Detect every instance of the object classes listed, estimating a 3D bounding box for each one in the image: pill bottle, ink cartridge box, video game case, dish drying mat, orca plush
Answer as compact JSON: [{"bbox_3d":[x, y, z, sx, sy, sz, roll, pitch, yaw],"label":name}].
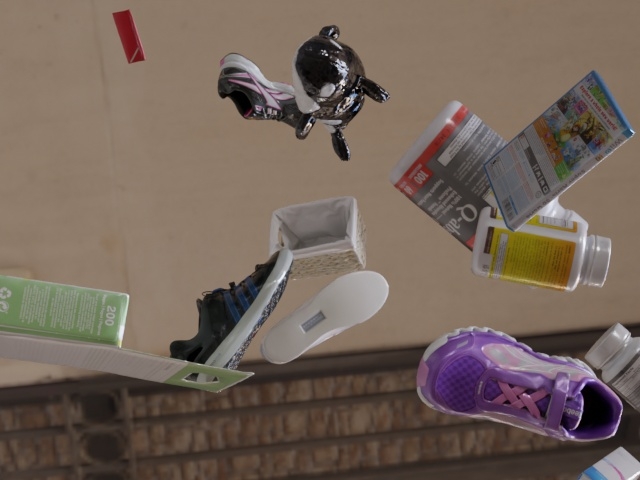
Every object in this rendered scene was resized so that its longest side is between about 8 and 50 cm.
[{"bbox_3d":[0.419,0.176,1.368,0.137,0.078,0.078,42,-20,11],"label":"pill bottle"},{"bbox_3d":[-0.189,0.089,0.949,0.171,0.235,0.056,141,-44,-69],"label":"ink cartridge box"},{"bbox_3d":[0.330,-0.085,2.046,0.210,0.363,0.210,-50,179,-1],"label":"pill bottle"},{"bbox_3d":[0.255,-0.098,1.144,0.166,0.015,0.119,-42,-148,25],"label":"video game case"},{"bbox_3d":[0.418,0.371,1.558,0.052,0.122,0.088,41,-55,27],"label":"ink cartridge box"},{"bbox_3d":[0.360,0.018,1.717,0.117,0.215,0.117,11,90,-82],"label":"pill bottle"},{"bbox_3d":[-0.304,-0.323,1.661,0.008,0.032,0.083,-63,142,-60],"label":"dish drying mat"},{"bbox_3d":[0.037,-0.178,1.374,0.287,0.102,0.151,81,28,-64],"label":"orca plush"}]

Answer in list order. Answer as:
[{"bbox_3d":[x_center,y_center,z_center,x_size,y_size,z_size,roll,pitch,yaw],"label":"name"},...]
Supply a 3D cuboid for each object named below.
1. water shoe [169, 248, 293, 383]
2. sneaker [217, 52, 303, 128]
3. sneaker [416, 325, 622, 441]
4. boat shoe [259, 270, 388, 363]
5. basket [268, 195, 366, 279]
[{"bbox_3d":[-0.102,0.074,1.212,0.203,0.080,0.073,-57,171,-34],"label":"water shoe"},{"bbox_3d":[-0.093,-0.216,1.664,0.072,0.178,0.077,-34,-147,53],"label":"sneaker"},{"bbox_3d":[0.212,0.155,1.064,0.104,0.236,0.095,33,-73,65],"label":"sneaker"},{"bbox_3d":[0.002,0.100,1.333,0.066,0.184,0.063,54,-16,-3],"label":"boat shoe"},{"bbox_3d":[0.000,0.000,1.947,0.103,0.167,0.113,57,29,-49],"label":"basket"}]
